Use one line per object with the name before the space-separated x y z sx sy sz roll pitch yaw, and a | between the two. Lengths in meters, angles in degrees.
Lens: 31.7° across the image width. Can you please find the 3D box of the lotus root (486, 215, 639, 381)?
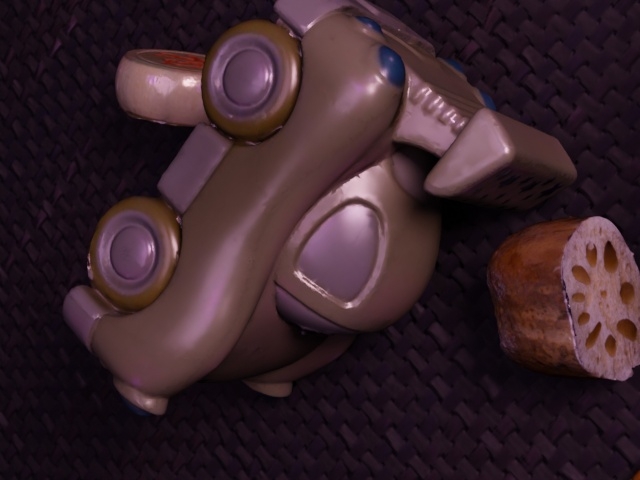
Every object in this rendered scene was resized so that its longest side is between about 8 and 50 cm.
lotus root | 0.184 0.044 0.827 0.081 0.112 0.122 -11 92 50

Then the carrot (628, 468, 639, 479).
carrot | 0.256 0.171 0.814 0.048 0.048 0.139 46 107 24

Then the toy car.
toy car | 0.000 0.000 0.868 0.226 0.242 0.336 42 106 23

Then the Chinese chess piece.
Chinese chess piece | -0.122 -0.138 1.010 0.122 0.122 0.051 19 111 30
